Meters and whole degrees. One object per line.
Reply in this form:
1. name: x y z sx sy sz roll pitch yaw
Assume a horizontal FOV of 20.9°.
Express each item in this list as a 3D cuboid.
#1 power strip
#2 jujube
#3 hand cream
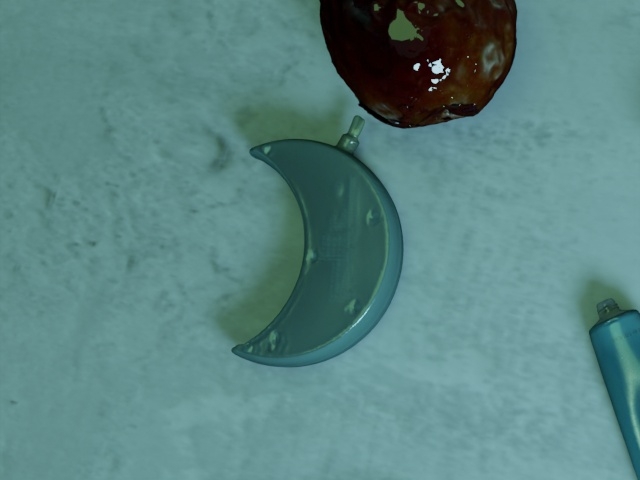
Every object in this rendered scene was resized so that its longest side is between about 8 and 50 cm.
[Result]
1. power strip: 0.000 0.000 1.696 0.167 0.054 0.253 3 79 18
2. jujube: 0.088 -0.225 1.651 0.183 0.183 0.243 -20 72 15
3. hand cream: 0.299 0.156 1.560 0.083 0.048 0.224 -26 75 10
